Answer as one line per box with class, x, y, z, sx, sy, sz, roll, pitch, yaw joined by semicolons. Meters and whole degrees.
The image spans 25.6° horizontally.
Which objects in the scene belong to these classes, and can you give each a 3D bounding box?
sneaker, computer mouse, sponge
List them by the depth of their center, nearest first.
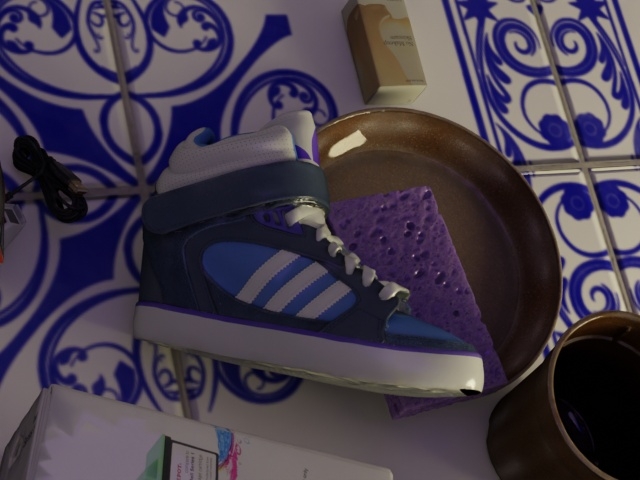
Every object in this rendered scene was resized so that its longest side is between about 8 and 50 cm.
sneaker;0.000;0.000;1.231;0.323;0.130;0.236;9;80;14
computer mouse;-0.299;-0.013;1.234;0.193;0.042;0.106;-37;64;-28
sponge;0.085;0.054;1.318;0.117;0.031;0.210;-12;72;-26

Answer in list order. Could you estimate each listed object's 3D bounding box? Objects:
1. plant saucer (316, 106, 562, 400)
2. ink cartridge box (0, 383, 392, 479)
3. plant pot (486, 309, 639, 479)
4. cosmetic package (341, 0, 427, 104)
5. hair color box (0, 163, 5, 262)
plant saucer;0.090;0.016;1.383;0.311;0.050;0.310;9;64;-19
ink cartridge box;-0.112;0.226;1.112;0.278;0.201;0.117;17;61;-15
plant pot;0.245;0.171;1.307;0.167;0.165;0.167;9;63;-19
cosmetic package;0.066;-0.202;1.477;0.060;0.041;0.115;-6;69;-25
hair color box;-0.351;-0.023;1.177;0.167;0.053;0.093;-5;50;-5
